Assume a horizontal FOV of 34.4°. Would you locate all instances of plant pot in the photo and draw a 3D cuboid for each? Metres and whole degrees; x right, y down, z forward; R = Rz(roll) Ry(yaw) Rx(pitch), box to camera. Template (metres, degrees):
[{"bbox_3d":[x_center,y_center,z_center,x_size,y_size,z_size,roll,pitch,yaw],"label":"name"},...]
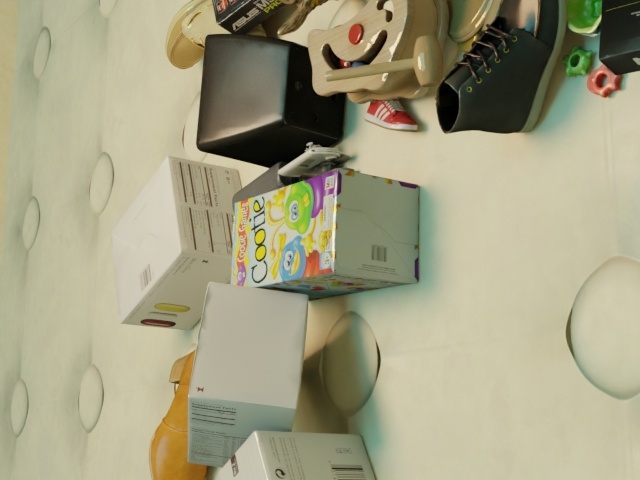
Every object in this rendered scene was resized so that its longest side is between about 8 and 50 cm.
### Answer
[{"bbox_3d":[-0.063,-0.221,1.613,0.167,0.188,0.187,-1,81,43],"label":"plant pot"}]

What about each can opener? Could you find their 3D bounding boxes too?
[{"bbox_3d":[-0.051,-0.083,1.644,0.280,0.074,0.093,-23,65,53],"label":"can opener"}]

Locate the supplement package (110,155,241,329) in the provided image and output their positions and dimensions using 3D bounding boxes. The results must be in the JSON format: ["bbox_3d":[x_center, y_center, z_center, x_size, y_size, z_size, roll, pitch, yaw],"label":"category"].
[{"bbox_3d":[-0.256,0.012,1.870,0.262,0.145,0.204,-45,47,43],"label":"supplement package"}]

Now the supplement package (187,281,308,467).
[{"bbox_3d":[-0.105,0.201,1.493,0.203,0.149,0.194,100,177,-52],"label":"supplement package"}]

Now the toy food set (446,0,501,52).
[{"bbox_3d":[0.204,-0.311,1.349,0.192,0.038,0.132,36,108,65],"label":"toy food set"}]

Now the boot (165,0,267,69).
[{"bbox_3d":[-0.191,-0.352,1.896,0.262,0.095,0.203,-38,52,35],"label":"boot"}]

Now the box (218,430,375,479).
[{"bbox_3d":[-0.020,0.365,1.398,0.119,0.182,0.181,-52,43,36],"label":"box"}]

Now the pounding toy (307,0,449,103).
[{"bbox_3d":[0.064,-0.273,1.371,0.269,0.155,0.154,4,88,53],"label":"pounding toy"}]

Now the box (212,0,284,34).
[{"bbox_3d":[-0.103,-0.513,1.772,0.216,0.060,0.270,-30,56,28],"label":"box"}]

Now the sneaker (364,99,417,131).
[{"bbox_3d":[0.103,-0.192,1.463,0.118,0.042,0.067,30,111,57],"label":"sneaker"}]

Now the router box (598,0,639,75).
[{"bbox_3d":[0.367,-0.246,1.020,0.179,0.046,0.133,-6,69,42],"label":"router box"}]

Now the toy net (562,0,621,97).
[{"bbox_3d":[0.339,-0.200,1.103,0.232,0.045,0.122,45,119,51],"label":"toy net"}]

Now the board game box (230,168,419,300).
[{"bbox_3d":[0.000,0.000,1.484,0.275,0.144,0.142,-14,71,54],"label":"board game box"}]

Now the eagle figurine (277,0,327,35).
[{"bbox_3d":[0.049,-0.458,1.484,0.298,0.225,0.226,118,155,-44],"label":"eagle figurine"}]

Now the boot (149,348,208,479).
[{"bbox_3d":[-0.198,0.318,1.753,0.211,0.104,0.295,-19,63,54],"label":"boot"}]

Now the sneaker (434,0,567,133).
[{"bbox_3d":[0.206,-0.221,1.190,0.083,0.118,0.222,-133,41,-52],"label":"sneaker"}]
